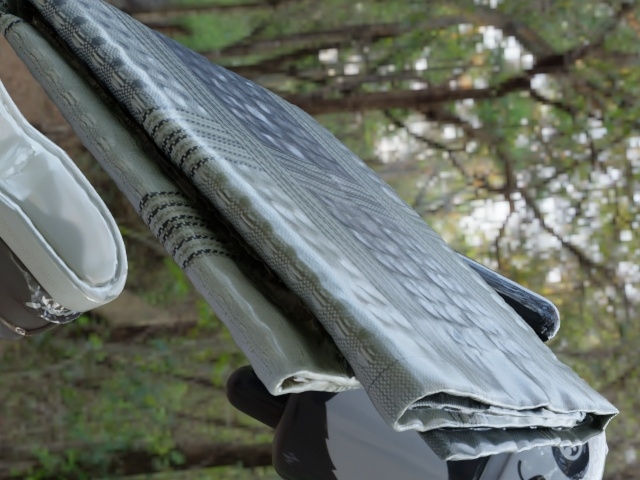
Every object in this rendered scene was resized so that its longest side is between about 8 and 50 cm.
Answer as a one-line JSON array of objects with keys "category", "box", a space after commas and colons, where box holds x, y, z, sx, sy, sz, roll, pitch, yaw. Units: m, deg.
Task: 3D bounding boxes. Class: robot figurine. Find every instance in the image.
[{"category": "robot figurine", "box": [0.072, 0.135, 0.960, 0.173, 0.278, 0.209, -53, 163, -46]}]

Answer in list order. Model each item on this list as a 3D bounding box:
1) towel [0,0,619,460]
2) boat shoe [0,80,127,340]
[{"category": "towel", "box": [0.000, 0.000, 0.702, 0.324, 0.056, 0.312, 46, 13, 27]}, {"category": "boat shoe", "box": [-0.249, -0.079, 0.796, 0.324, 0.097, 0.116, 56, 26, -16]}]
